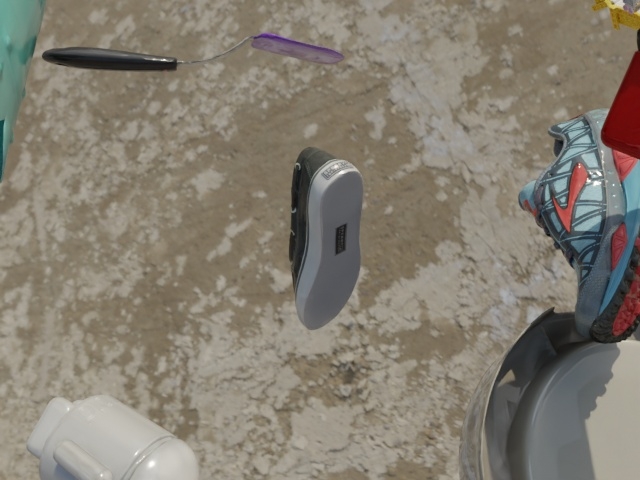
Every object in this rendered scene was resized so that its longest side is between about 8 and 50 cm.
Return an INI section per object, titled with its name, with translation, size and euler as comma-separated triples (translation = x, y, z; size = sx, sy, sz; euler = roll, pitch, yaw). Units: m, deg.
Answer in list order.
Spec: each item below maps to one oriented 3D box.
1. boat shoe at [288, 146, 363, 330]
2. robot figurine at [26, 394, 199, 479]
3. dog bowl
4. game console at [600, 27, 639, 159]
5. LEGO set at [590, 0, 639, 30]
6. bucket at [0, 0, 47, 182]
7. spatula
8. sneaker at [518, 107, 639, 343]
[boat shoe]
translation = 0.000, 0.000, 0.520
size = 0.049, 0.142, 0.040
euler = -22, 47, -31
[robot figurine]
translation = -0.371, 0.421, 1.414
size = 0.354, 0.300, 0.199
euler = 25, 86, 20
[dog bowl]
translation = 0.295, 0.226, 0.748
size = 0.349, 0.102, 0.348
euler = 5, 70, -15
[game console]
translation = 0.291, -0.106, 0.538
size = 0.124, 0.085, 0.144
euler = -19, 28, -14
[LEGO set]
translation = 0.506, -0.428, 1.238
size = 0.107, 0.132, 0.287
euler = -39, 65, -4
[bucket]
translation = -0.310, -0.150, 0.472
size = 0.281, 0.281, 0.183
euler = -17, 47, 22
[spatula]
translation = -0.121, -0.185, 0.762
size = 0.297, 0.084, 0.030
euler = -7, 97, -14
[sneaker]
translation = 0.252, -0.017, 0.730
size = 0.125, 0.104, 0.261
euler = -1, 52, 28
